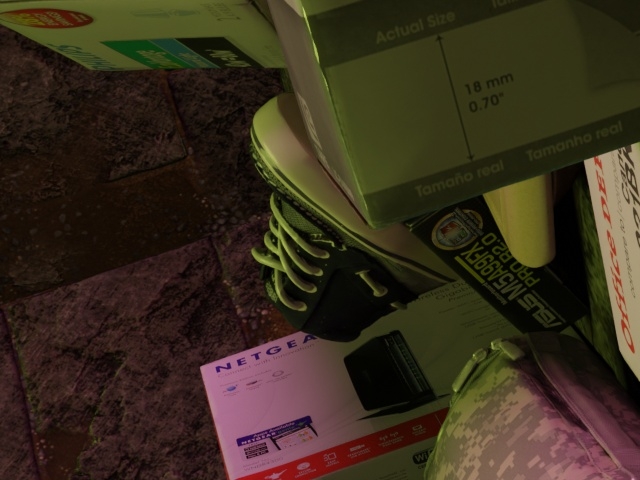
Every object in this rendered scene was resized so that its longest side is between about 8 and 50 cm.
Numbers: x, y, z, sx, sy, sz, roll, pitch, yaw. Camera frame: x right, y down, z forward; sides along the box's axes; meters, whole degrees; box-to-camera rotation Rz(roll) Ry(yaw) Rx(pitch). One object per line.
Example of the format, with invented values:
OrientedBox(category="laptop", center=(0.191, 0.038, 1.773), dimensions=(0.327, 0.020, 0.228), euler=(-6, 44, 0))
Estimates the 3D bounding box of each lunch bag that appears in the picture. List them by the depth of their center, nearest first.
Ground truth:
OrientedBox(category="lunch bag", center=(0.196, 0.232, 1.331), dimensions=(0.305, 0.213, 0.256), euler=(-120, 29, -68))

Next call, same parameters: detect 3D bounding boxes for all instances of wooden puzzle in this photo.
OrientedBox(category="wooden puzzle", center=(0.111, -0.127, 1.277), dimensions=(0.221, 0.044, 0.238), euler=(76, 169, -53))

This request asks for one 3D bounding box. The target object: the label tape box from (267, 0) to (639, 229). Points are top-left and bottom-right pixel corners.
OrientedBox(category="label tape box", center=(0.074, -0.201, 0.636), dimensions=(0.106, 0.241, 0.333), euler=(-119, 11, -70))

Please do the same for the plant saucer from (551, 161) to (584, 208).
OrientedBox(category="plant saucer", center=(0.137, -0.171, 1.313), dimensions=(0.310, 0.050, 0.310), euler=(162, 90, -86))

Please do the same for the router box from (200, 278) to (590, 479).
OrientedBox(category="router box", center=(0.071, 0.152, 1.607), dimensions=(0.301, 0.335, 0.082), euler=(-119, 10, -69))

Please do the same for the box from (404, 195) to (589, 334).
OrientedBox(category="box", center=(0.110, -0.063, 1.503), dimensions=(0.216, 0.060, 0.270), euler=(41, -161, -44))

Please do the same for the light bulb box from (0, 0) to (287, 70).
OrientedBox(category="light bulb box", center=(-0.128, -0.339, 1.435), dimensions=(0.358, 0.225, 0.361), euler=(16, -105, -81))

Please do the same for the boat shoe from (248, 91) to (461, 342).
OrientedBox(category="boat shoe", center=(0.000, 0.000, 1.447), dimensions=(0.340, 0.158, 0.127), euler=(31, -154, -57))

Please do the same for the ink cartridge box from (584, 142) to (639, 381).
OrientedBox(category="ink cartridge box", center=(0.210, 0.028, 0.741), dimensions=(0.273, 0.114, 0.197), euler=(-113, 5, -57))
